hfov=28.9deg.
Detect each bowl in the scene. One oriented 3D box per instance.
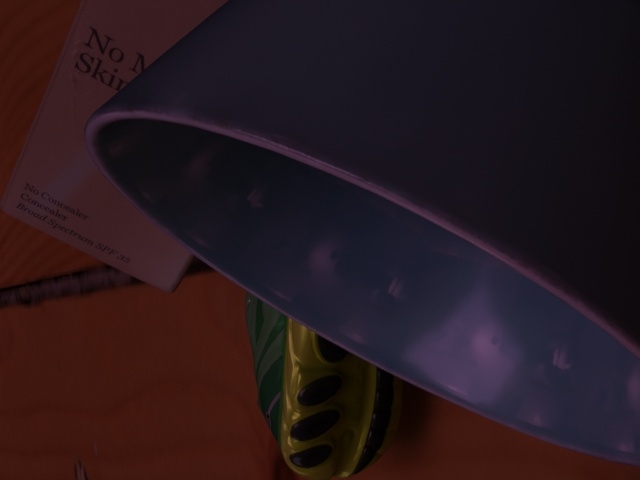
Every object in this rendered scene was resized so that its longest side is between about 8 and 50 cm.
[{"bbox_3d":[0.066,-0.037,0.578,0.311,0.311,0.163,13,69,51],"label":"bowl"}]

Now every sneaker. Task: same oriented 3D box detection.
[{"bbox_3d":[0.000,0.000,0.780,0.123,0.109,0.295,27,110,55],"label":"sneaker"}]

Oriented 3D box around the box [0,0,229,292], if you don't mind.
[{"bbox_3d":[-0.089,-0.124,0.823,0.311,0.148,0.121,-57,9,41],"label":"box"}]
